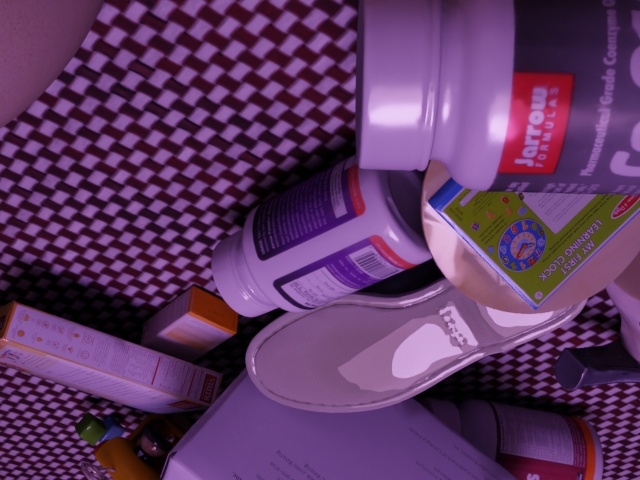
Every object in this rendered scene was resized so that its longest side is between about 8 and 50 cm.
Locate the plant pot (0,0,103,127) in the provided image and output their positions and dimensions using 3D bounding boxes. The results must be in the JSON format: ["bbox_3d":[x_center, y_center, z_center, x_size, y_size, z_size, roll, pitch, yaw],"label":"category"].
[{"bbox_3d":[-0.285,-0.151,0.553,0.284,0.191,0.284,2,141,1],"label":"plant pot"}]

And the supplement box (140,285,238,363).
[{"bbox_3d":[-0.142,0.094,0.980,0.062,0.036,0.098,29,134,-31],"label":"supplement box"}]

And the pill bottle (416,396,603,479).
[{"bbox_3d":[0.221,0.261,1.109,0.221,0.121,0.121,12,141,-13],"label":"pill bottle"}]

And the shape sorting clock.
[{"bbox_3d":[0.181,-0.037,0.735,0.206,0.040,0.206,-2,106,-7],"label":"shape sorting clock"}]

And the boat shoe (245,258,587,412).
[{"bbox_3d":[0.089,0.065,0.878,0.340,0.113,0.127,-27,102,21],"label":"boat shoe"}]

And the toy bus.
[{"bbox_3d":[-0.193,0.265,1.114,0.191,0.104,0.202,42,174,-18],"label":"toy bus"}]

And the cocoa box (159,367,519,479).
[{"bbox_3d":[0.019,0.302,0.973,0.347,0.231,0.228,36,141,8],"label":"cocoa box"}]

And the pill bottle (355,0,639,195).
[{"bbox_3d":[0.167,-0.111,0.607,0.283,0.161,0.161,1,142,0],"label":"pill bottle"}]

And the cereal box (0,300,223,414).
[{"bbox_3d":[-0.249,0.135,0.989,0.240,0.047,0.173,24,157,-28],"label":"cereal box"}]

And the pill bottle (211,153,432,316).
[{"bbox_3d":[0.000,0.000,0.798,0.193,0.108,0.108,-25,135,30],"label":"pill bottle"}]

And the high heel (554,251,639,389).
[{"bbox_3d":[0.362,0.050,0.896,0.186,0.093,0.261,-1,135,-34],"label":"high heel"}]
